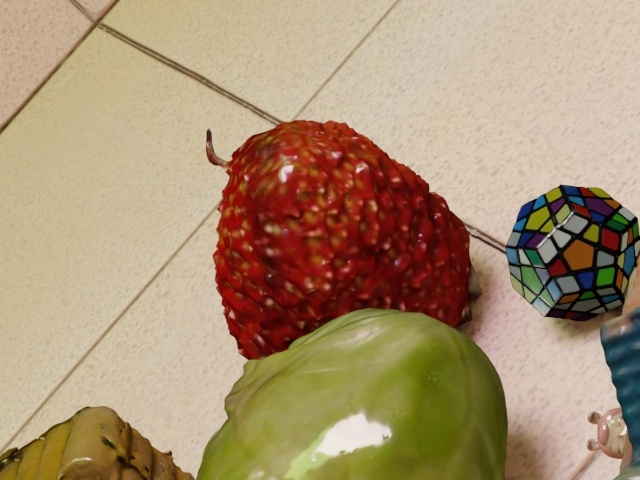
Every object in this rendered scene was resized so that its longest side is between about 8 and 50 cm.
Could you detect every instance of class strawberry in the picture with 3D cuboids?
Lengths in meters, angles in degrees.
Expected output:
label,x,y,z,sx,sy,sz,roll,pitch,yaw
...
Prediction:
label,x,y,z,sx,sy,sz,roll,pitch,yaw
strawberry,-0.002,0.000,1.812,0.292,0.343,0.292,-18,40,16

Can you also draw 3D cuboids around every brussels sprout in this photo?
label,x,y,z,sx,sy,sz,roll,pitch,yaw
brussels sprout,0.031,0.213,1.588,0.328,0.247,0.328,-39,12,10

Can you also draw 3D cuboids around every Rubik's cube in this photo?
label,x,y,z,sx,sy,sz,roll,pitch,yaw
Rubik's cube,0.239,0.012,1.690,0.112,0.133,0.133,9,56,27

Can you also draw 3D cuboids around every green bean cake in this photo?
label,x,y,z,sx,sy,sz,roll,pitch,yaw
green bean cake,-0.239,0.302,1.879,0.229,0.224,0.131,-35,25,19

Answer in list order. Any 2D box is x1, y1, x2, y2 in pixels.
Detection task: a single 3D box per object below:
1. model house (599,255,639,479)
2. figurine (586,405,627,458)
label,x,y,z,sx,sy,sz,roll,pitch,yaw
model house,0.352,0.108,1.217,0.312,0.245,0.280,-27,29,38
figurine,0.265,0.149,1.476,0.146,0.098,0.081,3,67,55
